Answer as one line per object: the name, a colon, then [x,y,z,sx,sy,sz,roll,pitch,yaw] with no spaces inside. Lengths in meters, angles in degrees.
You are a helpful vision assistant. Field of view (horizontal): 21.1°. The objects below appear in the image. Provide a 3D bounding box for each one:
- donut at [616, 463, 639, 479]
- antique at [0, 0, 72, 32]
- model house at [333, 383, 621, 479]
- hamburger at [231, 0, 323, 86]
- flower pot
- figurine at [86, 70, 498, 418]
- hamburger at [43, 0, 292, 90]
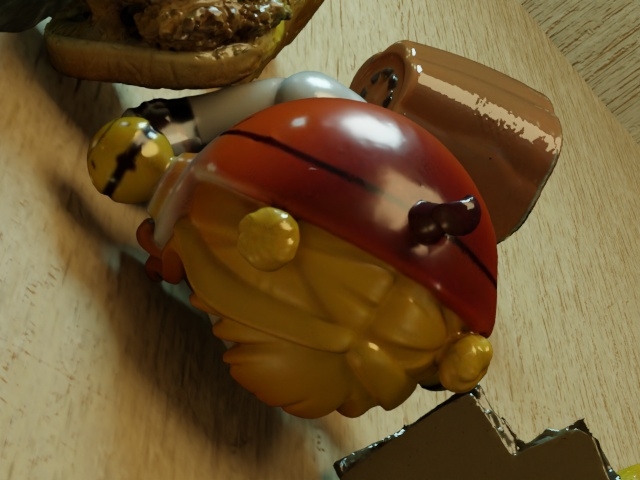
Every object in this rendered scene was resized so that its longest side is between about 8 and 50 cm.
donut: [0.302,0.311,1.508,0.253,0.118,0.253,32,39,-30]
antique: [-0.221,-0.235,1.122,0.183,0.086,0.088,62,18,2]
model house: [0.127,0.197,1.227,0.181,0.176,0.248,60,1,8]
hamburger: [-0.052,-0.235,1.585,0.124,0.131,0.262,50,23,-10]
flower pot: [0.113,-0.101,1.705,0.173,0.190,0.190,28,28,-26]
figurine: [0.002,-0.004,1.143,0.320,0.196,0.323,30,10,-23]
hamburger: [-0.110,-0.178,1.230,0.191,0.182,0.118,-114,-163,-62]
